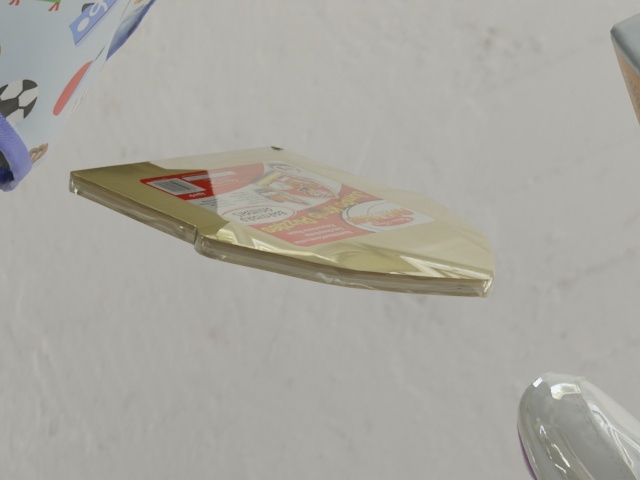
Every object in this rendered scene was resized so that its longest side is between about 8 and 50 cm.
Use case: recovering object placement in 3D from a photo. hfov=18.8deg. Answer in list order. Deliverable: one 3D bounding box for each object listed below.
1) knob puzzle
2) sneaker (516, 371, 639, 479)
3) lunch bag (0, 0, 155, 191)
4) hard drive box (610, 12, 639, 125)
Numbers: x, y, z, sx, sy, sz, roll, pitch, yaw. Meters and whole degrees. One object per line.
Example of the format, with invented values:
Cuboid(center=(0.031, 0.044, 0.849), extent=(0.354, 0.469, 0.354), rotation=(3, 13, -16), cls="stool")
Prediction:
Cuboid(center=(0.000, 0.000, 0.964), extent=(0.213, 0.213, 0.030), rotation=(10, -74, -9), cls="knob puzzle")
Cuboid(center=(0.225, 0.145, 0.859), extent=(0.305, 0.114, 0.152), rotation=(41, -79, 18), cls="sneaker")
Cuboid(center=(-0.189, -0.228, 1.221), extent=(0.239, 0.385, 0.328), rotation=(32, -100, 19), cls="lunch bag")
Cuboid(center=(0.147, 0.046, 0.390), extent=(0.089, 0.232, 0.181), rotation=(-21, -72, 4), cls="hard drive box")
